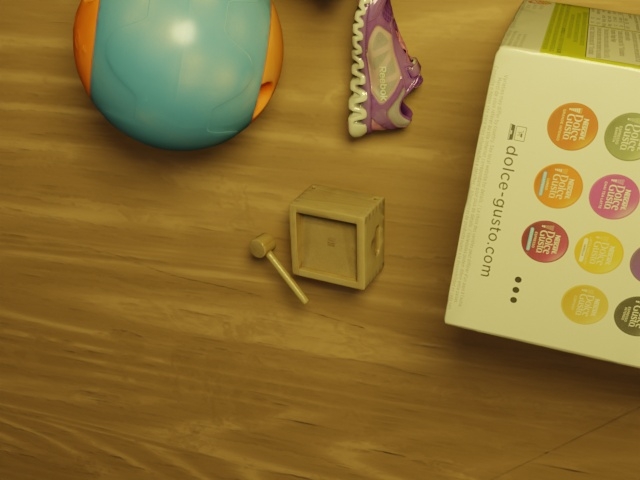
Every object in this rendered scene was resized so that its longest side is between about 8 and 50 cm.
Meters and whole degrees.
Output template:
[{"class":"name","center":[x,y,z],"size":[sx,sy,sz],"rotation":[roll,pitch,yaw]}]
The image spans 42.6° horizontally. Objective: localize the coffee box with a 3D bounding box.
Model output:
[{"class":"coffee box","center":[0.366,-0.081,1.007],"size":[0.334,0.338,0.337],"rotation":[13,117,13]}]

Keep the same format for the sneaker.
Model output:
[{"class":"sneaker","center":[0.096,-0.258,1.169],"size":[0.105,0.095,0.236],"rotation":[6,120,9]}]

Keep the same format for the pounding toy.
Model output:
[{"class":"pounding toy","center":[-0.005,0.007,1.321],"size":[0.206,0.094,0.181],"rotation":[12,122,24]}]

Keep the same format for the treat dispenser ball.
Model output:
[{"class":"treat dispenser ball","center":[-0.195,-0.269,1.144],"size":[0.288,0.288,0.288],"rotation":[7,115,16]}]
